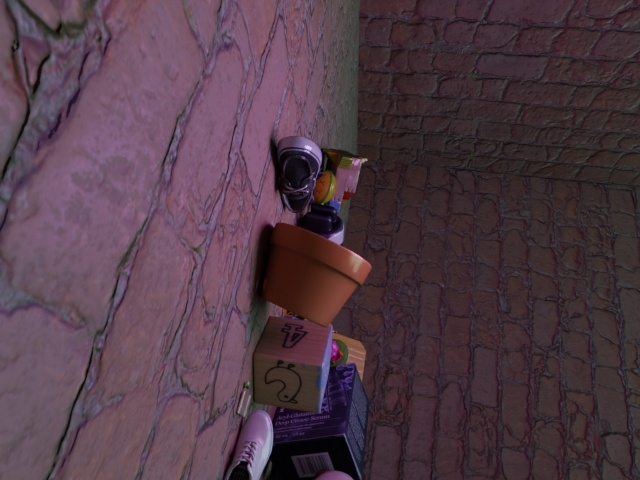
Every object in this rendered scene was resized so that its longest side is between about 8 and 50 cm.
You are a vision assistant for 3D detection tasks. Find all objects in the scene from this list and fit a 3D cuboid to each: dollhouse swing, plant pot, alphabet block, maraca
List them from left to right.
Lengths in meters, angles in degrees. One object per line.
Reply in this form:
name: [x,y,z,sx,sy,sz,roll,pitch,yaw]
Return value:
alphabet block: [-0.077,0.360,1.376,0.193,0.197,0.192,-69,163,-64]
plant pot: [-0.032,0.104,1.274,0.291,0.290,0.204,66,48,-76]
maraca: [0.005,-0.195,1.885,0.186,0.099,0.127,-70,-156,11]
dollhouse swing: [0.059,0.472,2.146,0.347,0.304,0.315,-72,167,-53]

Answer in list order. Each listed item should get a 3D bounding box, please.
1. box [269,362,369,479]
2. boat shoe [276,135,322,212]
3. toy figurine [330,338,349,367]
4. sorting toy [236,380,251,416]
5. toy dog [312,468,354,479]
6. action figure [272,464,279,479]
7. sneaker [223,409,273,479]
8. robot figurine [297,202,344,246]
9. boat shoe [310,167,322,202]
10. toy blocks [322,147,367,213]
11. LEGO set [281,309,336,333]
box: [0.006,0.677,1.747,0.395,0.293,0.212,-67,140,-67]
boat shoe: [-0.057,-0.170,1.313,0.335,0.121,0.119,82,13,-72]
toy figurine: [0.026,0.430,1.896,0.130,0.173,0.159,-42,153,-8]
sorting toy: [-0.196,0.409,1.212,0.062,0.012,0.083,74,27,-60]
toy dog: [-0.045,0.872,1.404,0.284,0.407,0.396,-27,-93,55]
action figure: [-0.114,0.960,1.790,0.330,0.178,0.341,-48,142,-61]
sneaker: [-0.179,0.551,1.166,0.091,0.094,0.258,94,7,-57]
robot figurine: [-0.003,0.001,1.741,0.173,0.209,0.278,45,-34,41]
boat shoe: [-0.030,-0.231,1.646,0.080,0.076,0.229,83,16,-63]
toy blocks: [0.080,-0.258,2.074,0.381,0.190,0.261,-114,-145,-72]
LEGO set: [-0.025,0.283,1.722,0.331,0.192,0.255,88,12,-54]
